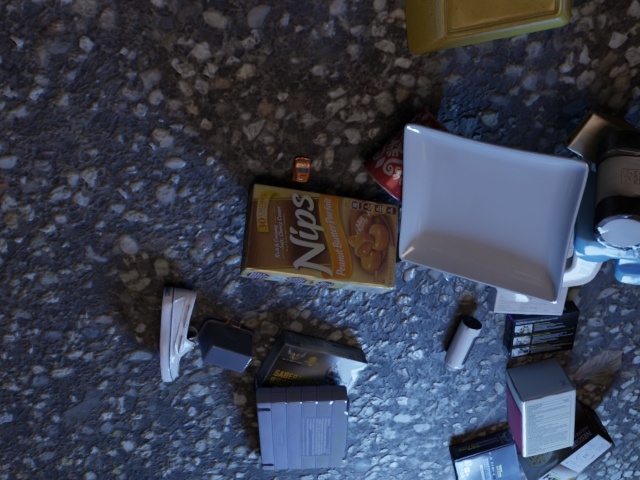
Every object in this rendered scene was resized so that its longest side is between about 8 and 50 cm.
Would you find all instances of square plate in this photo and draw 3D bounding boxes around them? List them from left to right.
[{"bbox_3d":[0.325,-0.056,1.505,0.344,0.049,0.347,17,133,21],"label":"square plate"}]

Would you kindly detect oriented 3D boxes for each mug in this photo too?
[{"bbox_3d":[0.191,-0.180,1.590,0.169,0.113,0.150,-46,165,15],"label":"mug"}]

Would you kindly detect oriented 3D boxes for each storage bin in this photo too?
[{"bbox_3d":[-0.217,0.245,1.794,0.135,0.091,0.098,21,118,-24],"label":"storage bin"}]

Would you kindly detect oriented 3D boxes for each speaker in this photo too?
[{"bbox_3d":[0.361,0.258,1.941,0.055,0.055,0.136,8,122,-16],"label":"speaker"}]

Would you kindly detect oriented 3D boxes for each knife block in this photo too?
[{"bbox_3d":[0.665,-0.156,1.583,0.275,0.242,0.088,0,130,-49],"label":"knife block"}]

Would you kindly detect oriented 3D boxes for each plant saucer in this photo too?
[{"bbox_3d":[0.318,-0.507,1.389,0.332,0.081,0.333,-12,126,-3],"label":"plant saucer"}]

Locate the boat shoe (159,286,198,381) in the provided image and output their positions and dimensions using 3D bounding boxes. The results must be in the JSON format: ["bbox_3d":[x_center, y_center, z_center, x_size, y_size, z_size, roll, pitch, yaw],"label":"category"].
[{"bbox_3d":[-0.323,0.222,1.755,0.084,0.095,0.258,3,125,-8],"label":"boat shoe"}]

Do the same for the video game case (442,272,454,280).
[{"bbox_3d":[0.316,0.010,1.784,0.119,0.015,0.166,-28,125,8],"label":"video game case"}]

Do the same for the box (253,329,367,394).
[{"bbox_3d":[-0.026,0.329,1.912,0.231,0.056,0.183,18,120,-22],"label":"box"}]

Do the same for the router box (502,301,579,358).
[{"bbox_3d":[0.565,0.231,1.968,0.179,0.046,0.133,-7,125,-7],"label":"router box"}]

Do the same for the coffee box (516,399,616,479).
[{"bbox_3d":[0.692,0.591,2.185,0.098,0.141,0.246,34,112,-29],"label":"coffee box"}]

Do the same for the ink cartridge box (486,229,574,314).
[{"bbox_3d":[0.515,0.065,1.854,0.189,0.066,0.232,4,102,-13],"label":"ink cartridge box"}]

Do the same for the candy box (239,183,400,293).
[{"bbox_3d":[0.000,0.000,1.601,0.316,0.183,0.087,8,165,-14],"label":"candy box"}]

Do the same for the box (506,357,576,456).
[{"bbox_3d":[0.594,0.453,2.078,0.148,0.127,0.232,-13,125,-2],"label":"box"}]

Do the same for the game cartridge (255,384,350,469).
[{"bbox_3d":[-0.044,0.482,1.964,0.230,0.068,0.355,-4,138,-6],"label":"game cartridge"}]

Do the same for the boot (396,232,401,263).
[{"bbox_3d":[0.043,0.032,1.715,0.305,0.112,0.115,-5,155,-13],"label":"boot"}]

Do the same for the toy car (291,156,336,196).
[{"bbox_3d":[-0.006,-0.129,1.608,0.122,0.040,0.060,20,118,-22],"label":"toy car"}]

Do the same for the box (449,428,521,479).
[{"bbox_3d":[0.486,0.671,2.249,0.183,0.059,0.233,-17,125,-1],"label":"box"}]

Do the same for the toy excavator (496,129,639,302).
[{"bbox_3d":[0.588,0.005,1.578,0.433,0.222,0.445,6,143,14],"label":"toy excavator"}]
